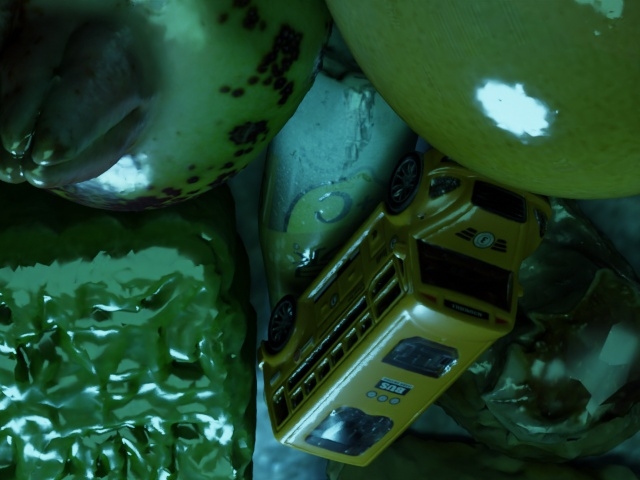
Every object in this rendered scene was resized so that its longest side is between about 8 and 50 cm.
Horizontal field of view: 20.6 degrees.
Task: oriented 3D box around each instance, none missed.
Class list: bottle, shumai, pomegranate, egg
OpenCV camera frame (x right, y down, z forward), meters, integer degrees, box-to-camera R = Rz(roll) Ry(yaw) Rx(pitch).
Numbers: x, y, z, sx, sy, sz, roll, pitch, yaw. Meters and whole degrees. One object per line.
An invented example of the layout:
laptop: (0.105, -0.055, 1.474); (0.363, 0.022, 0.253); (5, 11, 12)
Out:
bottle: (0.000, 0.000, 1.031); (0.083, 0.083, 0.270); (8, 128, -6)
shumai: (0.126, 0.066, 1.038); (0.161, 0.153, 0.209); (-21, 115, 2)
pomegranate: (-0.105, -0.097, 0.873); (0.214, 0.248, 0.214); (6, 127, 8)
egg: (0.112, -0.170, 0.834); (0.250, 0.250, 0.322); (-24, 118, 12)

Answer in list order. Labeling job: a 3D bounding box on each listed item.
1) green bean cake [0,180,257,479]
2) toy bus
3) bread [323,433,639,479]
green bean cake: (-0.161, 0.068, 1.039); (0.248, 0.125, 0.222); (-3, 121, 1)
toy bus: (0.046, 0.039, 0.956); (0.083, 0.088, 0.194); (18, 133, -25)
bread: (0.121, 0.366, 1.136); (0.371, 0.279, 0.390); (10, 120, -10)
